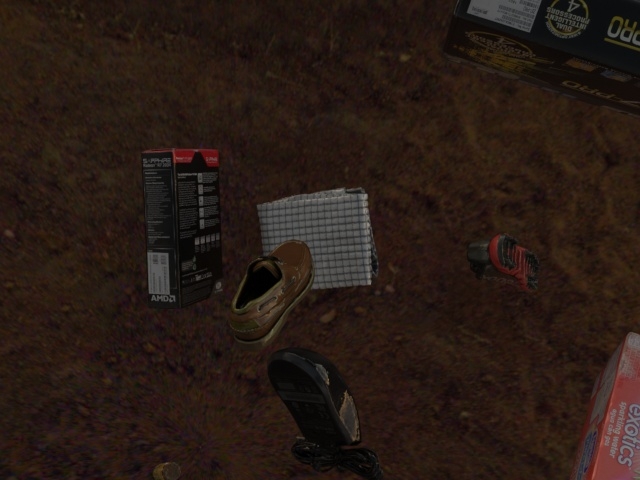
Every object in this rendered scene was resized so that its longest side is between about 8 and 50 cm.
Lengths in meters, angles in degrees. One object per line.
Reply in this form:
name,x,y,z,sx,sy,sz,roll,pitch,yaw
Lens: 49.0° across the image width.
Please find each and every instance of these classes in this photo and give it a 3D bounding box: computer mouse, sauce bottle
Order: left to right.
sauce bottle,-0.334,0.497,1.498,0.042,0.128,0.042,11,64,-25
computer mouse,0.000,0.271,1.159,0.072,0.189,0.272,-47,125,-41

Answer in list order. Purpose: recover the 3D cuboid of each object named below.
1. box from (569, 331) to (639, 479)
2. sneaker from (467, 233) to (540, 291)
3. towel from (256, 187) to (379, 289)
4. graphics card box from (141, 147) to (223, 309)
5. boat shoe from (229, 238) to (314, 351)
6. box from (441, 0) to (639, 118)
box,0.419,0.295,0.916,0.142,0.154,0.300,20,56,16
sneaker,0.450,0.060,1.739,0.276,0.135,0.097,29,63,-48
towel,0.000,0.000,1.715,0.284,0.121,0.235,-7,89,21
graphics card box,-0.326,-0.034,1.693,0.094,0.233,0.370,0,97,18
boat shoe,-0.091,0.079,1.403,0.111,0.104,0.307,-2,36,19
box,0.375,-0.265,0.985,0.395,0.318,0.097,19,99,4
